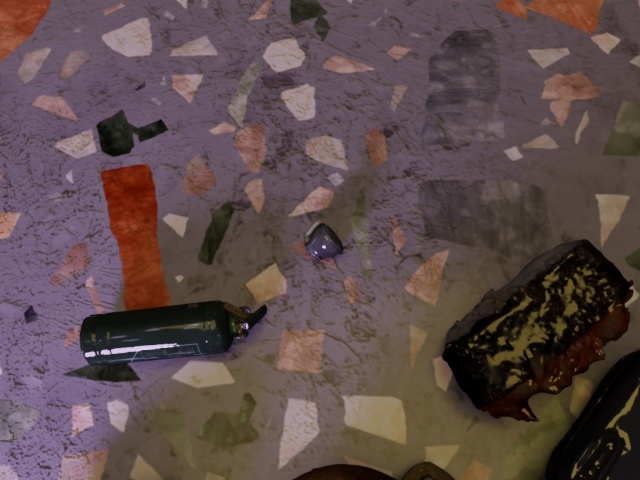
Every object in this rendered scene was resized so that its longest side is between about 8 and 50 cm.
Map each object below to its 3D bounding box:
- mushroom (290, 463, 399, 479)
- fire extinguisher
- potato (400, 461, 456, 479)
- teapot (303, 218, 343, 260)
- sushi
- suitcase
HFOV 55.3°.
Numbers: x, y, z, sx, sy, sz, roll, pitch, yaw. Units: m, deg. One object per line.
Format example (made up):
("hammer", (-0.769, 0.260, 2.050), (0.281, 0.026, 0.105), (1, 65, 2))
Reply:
("mushroom", (0.051, 0.500, 0.798), (0.334, 0.331, 0.356), (-14, 30, 20))
("fire extinguisher", (-0.254, 0.158, 1.087), (0.311, 0.114, 0.095), (-6, 109, 4))
("potato", (0.187, 0.419, 0.971), (0.172, 0.089, 0.100), (39, 99, -14))
("teapot", (0.000, 0.000, 1.143), (0.057, 0.066, 0.088), (-38, 48, 9))
("sushi", (0.362, 0.136, 1.005), (0.343, 0.196, 0.182), (-36, 90, -3))
("suitcase", (0.552, 0.351, 0.896), (0.345, 0.188, 0.339), (38, 78, 18))
